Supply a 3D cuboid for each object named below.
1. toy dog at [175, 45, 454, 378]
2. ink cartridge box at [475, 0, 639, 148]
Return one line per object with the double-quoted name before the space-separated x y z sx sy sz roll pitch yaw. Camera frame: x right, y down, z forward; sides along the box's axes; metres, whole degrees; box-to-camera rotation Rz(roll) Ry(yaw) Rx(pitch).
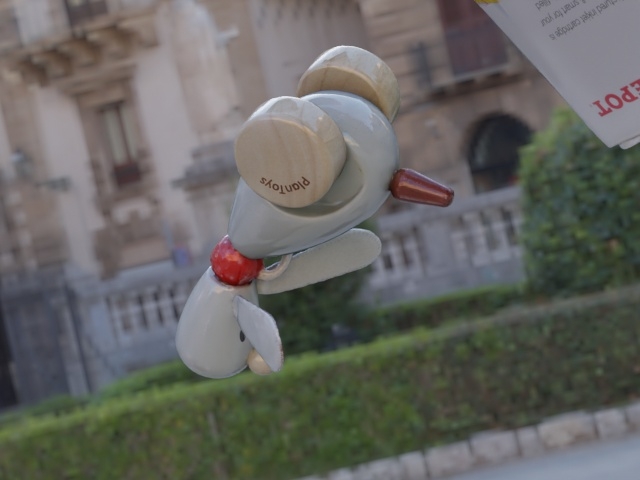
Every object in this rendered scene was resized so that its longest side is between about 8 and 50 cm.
"toy dog" 0.000 0.000 1.388 0.220 0.161 0.333 -53 -9 -30
"ink cartridge box" 0.183 -0.232 1.130 0.131 0.306 0.226 -49 10 -24
